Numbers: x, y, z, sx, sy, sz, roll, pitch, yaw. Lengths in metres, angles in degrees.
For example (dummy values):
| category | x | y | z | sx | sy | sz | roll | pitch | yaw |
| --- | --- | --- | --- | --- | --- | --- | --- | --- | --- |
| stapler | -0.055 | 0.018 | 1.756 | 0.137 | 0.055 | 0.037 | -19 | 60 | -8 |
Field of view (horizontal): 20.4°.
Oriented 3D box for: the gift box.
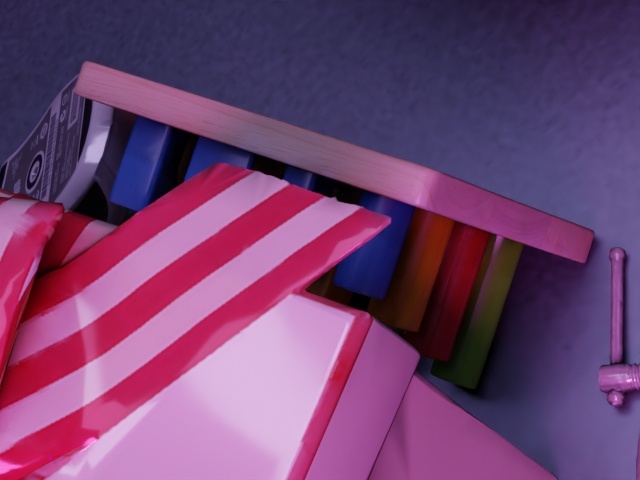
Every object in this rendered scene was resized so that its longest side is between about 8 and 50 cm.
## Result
| category | x | y | z | sx | sy | sz | roll | pitch | yaw |
| --- | --- | --- | --- | --- | --- | --- | --- | --- | --- |
| gift box | -0.063 | 0.117 | 0.630 | 0.276 | 0.258 | 0.255 | 12 | 76 | 29 |

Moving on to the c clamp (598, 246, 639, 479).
| category | x | y | z | sx | sy | sz | roll | pitch | yaw |
| --- | --- | --- | --- | --- | --- | --- | --- | --- | --- |
| c clamp | 0.179 | 0.066 | 0.672 | 0.160 | 0.022 | 0.137 | 0 | 71 | 26 |

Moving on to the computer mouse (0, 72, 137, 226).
| category | x | y | z | sx | sy | sz | roll | pitch | yaw |
| --- | --- | --- | --- | --- | --- | --- | --- | --- | --- |
| computer mouse | -0.121 | -0.008 | 0.788 | 0.193 | 0.042 | 0.106 | -37 | 42 | 49 |

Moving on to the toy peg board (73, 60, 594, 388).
| category | x | y | z | sx | sy | sz | roll | pitch | yaw |
| --- | --- | --- | --- | --- | --- | --- | --- | --- | --- |
| toy peg board | 0.000 | 0.000 | 0.709 | 0.161 | 0.160 | 0.079 | 19 | 92 | 30 |
